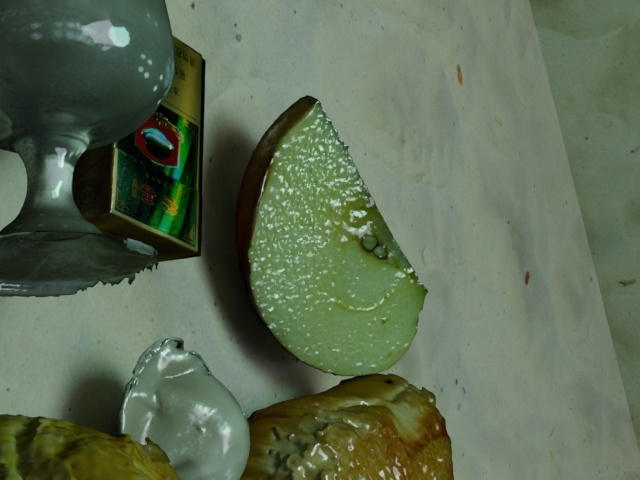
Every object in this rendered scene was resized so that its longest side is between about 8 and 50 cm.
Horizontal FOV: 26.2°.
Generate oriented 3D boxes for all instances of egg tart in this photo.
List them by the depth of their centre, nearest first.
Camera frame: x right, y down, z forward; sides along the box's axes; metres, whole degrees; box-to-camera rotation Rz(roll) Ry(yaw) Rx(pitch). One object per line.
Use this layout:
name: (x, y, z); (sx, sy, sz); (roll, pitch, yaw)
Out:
egg tart: (-0.177, 0.245, 1.116); (0.339, 0.153, 0.351); (46, -3, 27)

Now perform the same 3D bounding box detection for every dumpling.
dumpling: (-0.144, 0.220, 1.355); (0.172, 0.142, 0.247); (-56, 141, -50)

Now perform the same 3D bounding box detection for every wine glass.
wine glass: (-0.244, -0.126, 1.203); (0.238, 0.238, 0.322); (24, 59, -57)

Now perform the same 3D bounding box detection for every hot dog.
hot dog: (0.020, 0.353, 1.567); (0.365, 0.196, 0.367); (-5, 81, -64)

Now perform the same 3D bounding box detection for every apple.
apple: (0.000, 0.000, 1.650); (0.346, 0.179, 0.254); (60, 22, -30)

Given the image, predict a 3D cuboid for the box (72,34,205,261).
box: (-0.192, -0.111, 1.447); (0.159, 0.071, 0.240); (30, 55, -57)
